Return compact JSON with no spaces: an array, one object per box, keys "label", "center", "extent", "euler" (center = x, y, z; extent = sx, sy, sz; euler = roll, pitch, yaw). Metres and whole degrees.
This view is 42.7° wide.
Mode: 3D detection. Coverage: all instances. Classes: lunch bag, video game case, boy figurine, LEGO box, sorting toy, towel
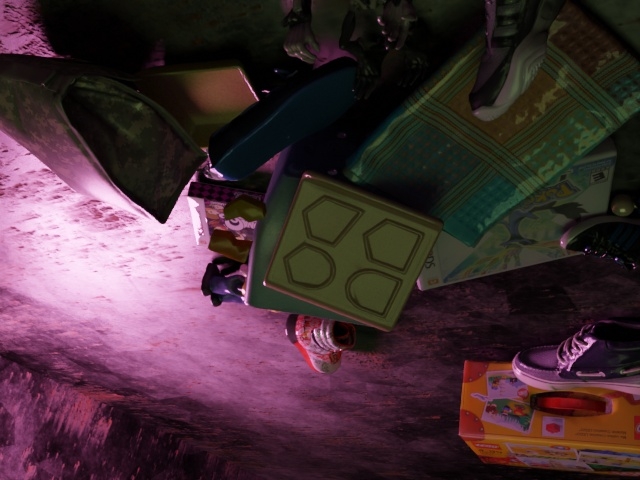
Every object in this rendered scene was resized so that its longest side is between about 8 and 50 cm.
[{"label":"lunch bag","center":[-0.352,-0.179,1.227],"extent":[0.235,0.169,0.287],"euler":[19,162,36]},{"label":"video game case","center":[0.304,-0.031,1.340],"extent":[0.329,0.036,0.300],"euler":[-14,148,5]},{"label":"boy figurine","center":[-0.119,0.100,1.792],"extent":[0.285,0.092,0.177],"euler":[-1,149,21]},{"label":"LEGO box","center":[0.627,0.443,2.007],"extent":[0.500,0.193,0.372],"euler":[-1,156,22]},{"label":"sorting toy","center":[0.000,0.000,1.205],"extent":[0.307,0.041,0.229],"euler":[21,125,-2]},{"label":"video game case","center":[-0.137,-0.031,1.606],"extent":[0.232,0.041,0.210],"euler":[10,153,2]},{"label":"towel","center":[0.242,-0.151,1.109],"extent":[0.271,0.040,0.370],"euler":[28,126,-30]}]

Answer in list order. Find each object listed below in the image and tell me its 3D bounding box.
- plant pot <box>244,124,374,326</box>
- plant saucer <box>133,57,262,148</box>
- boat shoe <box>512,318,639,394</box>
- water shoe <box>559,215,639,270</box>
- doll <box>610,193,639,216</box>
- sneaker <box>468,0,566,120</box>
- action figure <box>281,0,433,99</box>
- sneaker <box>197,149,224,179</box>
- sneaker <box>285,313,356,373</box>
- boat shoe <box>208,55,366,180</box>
[{"label":"plant pot","center":[0.018,-0.046,1.322],"extent":[0.248,0.247,0.252],"euler":[8,135,6]},{"label":"plant saucer","center":[-0.166,-0.217,1.269],"extent":[0.188,0.045,0.188],"euler":[0,150,21]},{"label":"boat shoe","center":[0.572,0.238,1.790],"extent":[0.341,0.127,0.158],"euler":[-3,128,33]},{"label":"water shoe","center":[0.497,0.008,1.346],"extent":[0.203,0.080,0.073],"euler":[-3,147,-14]},{"label":"doll","center":[0.556,-0.059,1.290],"extent":[0.189,0.046,0.129],"euler":[3,161,29]},{"label":"sneaker","center":[0.196,-0.274,0.922],"extent":[0.153,0.101,0.268],"euler":[23,123,-2]},{"label":"action figure","center":[0.044,-0.278,0.980],"extent":[0.164,0.141,0.275],"euler":[-2,153,27]},{"label":"sneaker","center":[-0.192,-0.133,1.442],"extent":[0.069,0.038,0.098],"euler":[-5,148,26]},{"label":"sneaker","center":[0.032,0.265,2.041],"extent":[0.145,0.090,0.270],"euler":[-2,147,28]},{"label":"boat shoe","center":[-0.060,-0.193,1.175],"extent":[0.258,0.089,0.109],"euler":[-29,142,4]}]
